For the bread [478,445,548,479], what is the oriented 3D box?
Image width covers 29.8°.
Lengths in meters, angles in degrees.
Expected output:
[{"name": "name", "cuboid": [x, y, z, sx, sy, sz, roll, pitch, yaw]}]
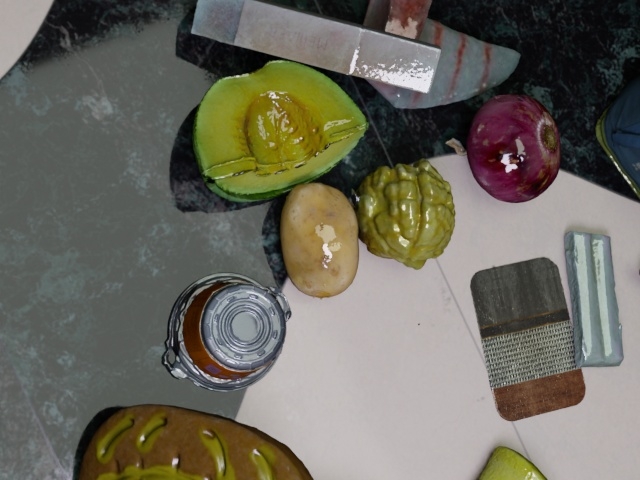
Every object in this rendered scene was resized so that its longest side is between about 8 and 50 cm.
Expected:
[{"name": "bread", "cuboid": [0.300, 0.393, 1.866, 0.129, 0.111, 0.114, 44, 80, -2]}]

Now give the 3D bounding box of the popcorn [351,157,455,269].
[{"name": "popcorn", "cuboid": [0.125, -0.047, 1.851, 0.142, 0.173, 0.173, -32, 92, -27]}]

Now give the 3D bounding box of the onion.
[{"name": "onion", "cuboid": [0.308, -0.147, 1.925, 0.177, 0.153, 0.177, 12, 64, -25]}]

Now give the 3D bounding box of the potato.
[{"name": "potato", "cuboid": [0.000, 0.000, 1.824, 0.118, 0.109, 0.178, -6, 90, -23]}]

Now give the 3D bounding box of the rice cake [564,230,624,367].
[{"name": "rice cake", "cuboid": [0.450, 0.096, 1.984, 0.085, 0.040, 0.226, -1, 81, -23]}]

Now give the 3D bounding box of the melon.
[{"name": "melon", "cuboid": [-0.082, -0.166, 1.825, 0.265, 0.129, 0.169, -20, 68, -16]}]

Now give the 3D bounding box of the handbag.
[{"name": "handbag", "cuboid": [0.616, -0.172, 1.975, 0.222, 0.241, 0.263, -40, 93, -18]}]

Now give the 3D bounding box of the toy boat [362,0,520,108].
[{"name": "toy boat", "cuboid": [0.200, -0.298, 1.958, 0.282, 0.096, 0.206, 14, 84, -28]}]

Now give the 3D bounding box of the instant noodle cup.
[{"name": "instant noodle cup", "cuboid": [-0.124, 0.128, 1.757, 0.177, 0.125, 0.208, 47, 72, -5]}]

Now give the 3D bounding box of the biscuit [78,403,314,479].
[{"name": "biscuit", "cuboid": [-0.167, 0.396, 1.599, 0.070, 0.394, 0.350, -7, 98, -59]}]

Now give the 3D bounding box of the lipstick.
[{"name": "lipstick", "cuboid": [-0.006, -0.306, 1.830, 0.371, 0.080, 0.076, 15, 104, -1]}]

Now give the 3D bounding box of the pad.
[{"name": "pad", "cuboid": [0.273, 0.169, 1.912, 0.323, 0.055, 0.250, -9, 85, -36]}]
